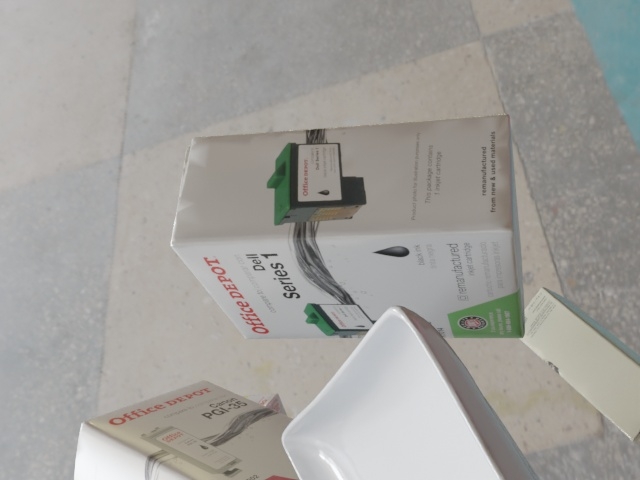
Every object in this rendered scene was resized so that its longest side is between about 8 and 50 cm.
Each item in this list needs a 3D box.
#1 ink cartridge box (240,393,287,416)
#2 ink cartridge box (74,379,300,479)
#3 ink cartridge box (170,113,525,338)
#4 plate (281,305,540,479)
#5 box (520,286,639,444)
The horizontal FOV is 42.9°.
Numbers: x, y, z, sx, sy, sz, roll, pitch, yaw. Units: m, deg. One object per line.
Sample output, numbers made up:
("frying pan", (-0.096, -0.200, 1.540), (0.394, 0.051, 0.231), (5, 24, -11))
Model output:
("ink cartridge box", (-0.116, 0.275, 1.173), (0.181, 0.062, 0.104), (-10, 19, 32))
("ink cartridge box", (-0.101, 0.269, 0.890), (0.282, 0.207, 0.117), (16, 104, 32))
("ink cartridge box", (0.027, 0.000, 0.573), (0.219, 0.160, 0.093), (-3, 59, 15))
("plate", (0.085, 0.201, 0.508), (0.045, 0.277, 0.278), (-22, 70, -27))
("box", (0.429, 0.192, 1.250), (0.094, 0.113, 0.275), (-56, 40, 12))
